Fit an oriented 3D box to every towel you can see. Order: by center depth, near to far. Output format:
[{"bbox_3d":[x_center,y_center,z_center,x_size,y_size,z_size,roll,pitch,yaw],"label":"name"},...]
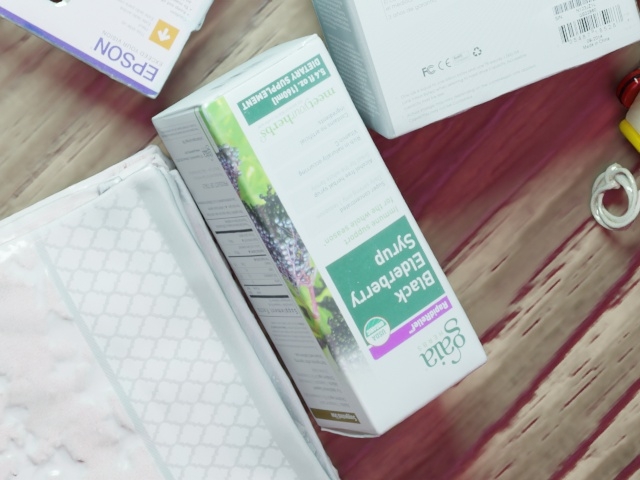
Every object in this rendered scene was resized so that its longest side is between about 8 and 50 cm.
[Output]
[{"bbox_3d":[-0.164,0.152,1.286,0.317,0.053,0.332,-29,100,-2],"label":"towel"}]

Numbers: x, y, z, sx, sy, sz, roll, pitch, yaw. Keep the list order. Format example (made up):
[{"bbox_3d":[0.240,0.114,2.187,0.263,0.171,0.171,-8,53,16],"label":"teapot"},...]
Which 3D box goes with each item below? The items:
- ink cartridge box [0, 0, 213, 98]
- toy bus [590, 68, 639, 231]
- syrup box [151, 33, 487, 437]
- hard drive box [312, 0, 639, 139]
[{"bbox_3d":[-0.145,-0.236,1.229,0.223,0.045,0.224,29,93,-12],"label":"ink cartridge box"},{"bbox_3d":[0.274,-0.105,1.268,0.104,0.202,0.191,-6,93,-37],"label":"toy bus"},{"bbox_3d":[0.000,0.000,1.247,0.093,0.096,0.237,-33,101,-22],"label":"syrup box"},{"bbox_3d":[0.076,-0.205,1.214,0.181,0.089,0.232,-22,109,-11],"label":"hard drive box"}]
